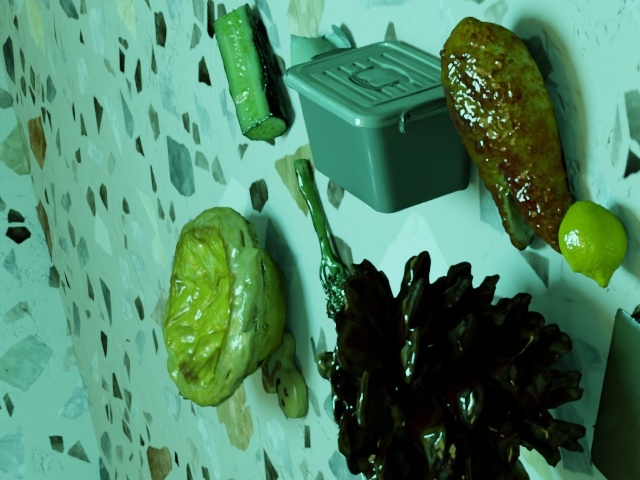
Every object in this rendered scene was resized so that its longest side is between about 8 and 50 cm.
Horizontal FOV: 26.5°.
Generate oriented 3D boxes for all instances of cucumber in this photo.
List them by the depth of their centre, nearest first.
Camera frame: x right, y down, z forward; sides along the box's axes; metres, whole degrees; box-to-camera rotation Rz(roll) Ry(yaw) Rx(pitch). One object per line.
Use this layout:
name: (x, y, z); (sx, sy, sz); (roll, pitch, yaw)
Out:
cucumber: (-0.101, -0.258, 2.074); (0.078, 0.062, 0.211); (-28, 63, 30)

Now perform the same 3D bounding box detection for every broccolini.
broccolini: (-0.003, -0.001, 1.963); (0.071, 0.057, 0.254); (-27, 74, 21)

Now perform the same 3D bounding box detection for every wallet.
wallet: (0.317, 0.169, 1.340); (0.110, 0.031, 0.198); (-133, 39, -51)

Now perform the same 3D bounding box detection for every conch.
conch: (0.007, -0.243, 1.841); (0.180, 0.088, 0.065); (47, -175, 40)

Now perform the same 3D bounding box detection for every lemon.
lemon: (0.269, 0.002, 1.338); (0.065, 0.065, 0.092); (133, 128, -61)

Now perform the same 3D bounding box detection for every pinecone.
pinecone: (0.138, 0.153, 1.427); (0.242, 0.296, 0.298); (112, 179, -46)

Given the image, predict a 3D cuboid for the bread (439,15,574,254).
bread: (0.195, -0.107, 1.426); (0.139, 0.095, 0.268); (180, 77, -73)

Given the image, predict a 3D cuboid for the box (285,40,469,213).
box: (0.075, -0.136, 1.615); (0.243, 0.163, 0.135); (38, 142, 55)

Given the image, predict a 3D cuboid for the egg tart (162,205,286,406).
egg tart: (-0.150, 0.106, 2.189); (0.341, 0.129, 0.341); (-9, 79, 57)

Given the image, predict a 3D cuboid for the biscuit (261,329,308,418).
biscuit: (-0.077, 0.190, 2.234); (0.153, 0.030, 0.234); (108, 144, -50)

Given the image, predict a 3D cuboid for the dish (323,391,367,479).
dish: (0.088, 0.268, 1.837); (0.151, 0.077, 0.212); (110, 142, -52)
